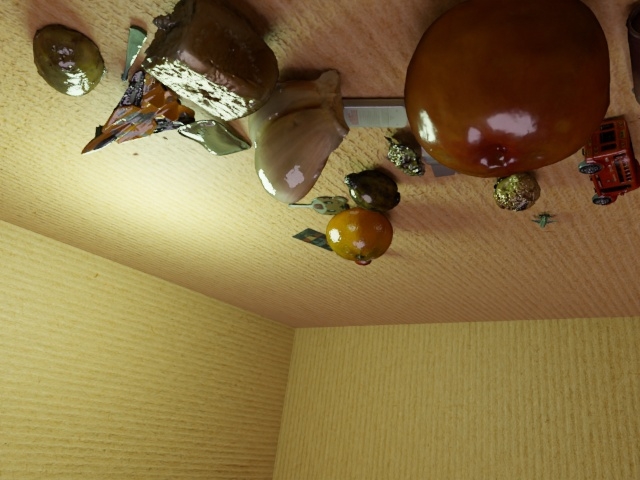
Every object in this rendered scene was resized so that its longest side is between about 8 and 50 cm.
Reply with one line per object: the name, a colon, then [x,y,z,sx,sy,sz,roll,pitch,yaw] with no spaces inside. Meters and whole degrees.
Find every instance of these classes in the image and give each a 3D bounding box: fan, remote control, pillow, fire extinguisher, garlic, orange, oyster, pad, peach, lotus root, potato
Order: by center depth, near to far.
peach: [0.318,-0.260,0.824,0.343,0.301,0.342,6,158,2]
fire extinguisher: [0.623,-0.314,0.854,0.105,0.104,0.269,-8,154,34]
fan: [-0.436,-0.425,1.067,0.038,0.016,0.193,23,153,-26]
potato: [-0.594,-0.404,1.091,0.164,0.081,0.200,16,159,-22]
garlic: [-0.064,-0.235,1.106,0.250,0.286,0.313,-20,173,-35]
remote control: [0.121,-0.310,1.132,0.190,0.029,0.087,3,158,13]
oyster: [0.228,-0.219,1.245,0.105,0.056,0.177,30,180,31]
pillow: [-0.291,-0.284,1.296,0.130,0.033,0.217,-8,166,17]
lotus root: [0.153,-0.149,1.396,0.210,0.120,0.120,19,156,-31]
orange: [0.137,-0.016,1.651,0.240,0.171,0.240,5,160,2]
fan: [-0.007,-0.122,1.664,0.227,0.008,0.152,2,158,13]
pad: [0.000,0.000,1.966,0.212,0.003,0.143,20,155,-27]

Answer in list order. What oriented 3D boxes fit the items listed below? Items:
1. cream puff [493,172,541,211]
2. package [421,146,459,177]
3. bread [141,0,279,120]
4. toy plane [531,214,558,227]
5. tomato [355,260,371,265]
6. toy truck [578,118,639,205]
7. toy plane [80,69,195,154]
cream puff: [0.558,-0.136,1.316,0.120,0.104,0.133,16,157,-1]
package: [0.379,-0.230,1.215,0.204,0.062,0.251,-1,169,21]
bread: [-0.213,-0.370,0.914,0.246,0.176,0.196,24,165,-41]
toy plane: [0.730,-0.064,1.517,0.080,0.033,0.083,0,164,17]
tomato: [0.179,0.063,1.963,0.087,0.087,0.075,4,122,10]
toy truck: [0.707,-0.183,1.132,0.114,0.107,0.253,-9,152,37]
toy plane: [-0.506,-0.310,1.216,0.316,0.102,0.204,-19,148,19]
